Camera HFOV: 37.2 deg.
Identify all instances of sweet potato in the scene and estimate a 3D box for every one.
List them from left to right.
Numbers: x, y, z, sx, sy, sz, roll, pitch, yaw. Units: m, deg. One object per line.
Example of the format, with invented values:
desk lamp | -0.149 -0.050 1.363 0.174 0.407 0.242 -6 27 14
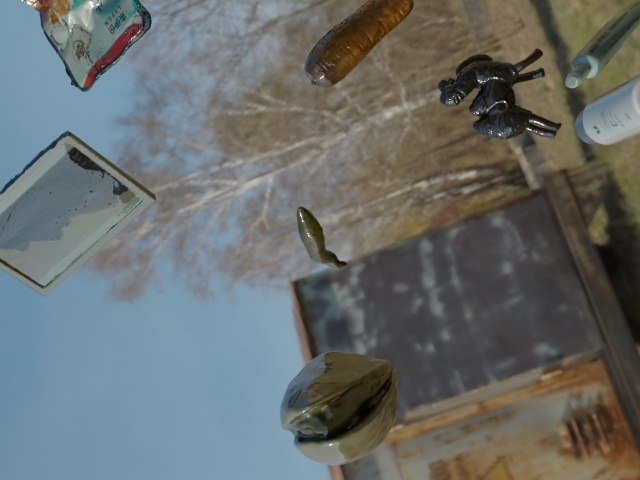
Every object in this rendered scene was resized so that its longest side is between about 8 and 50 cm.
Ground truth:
sweet potato | -0.006 0.003 1.448 0.038 0.041 0.153 -102 -16 -45

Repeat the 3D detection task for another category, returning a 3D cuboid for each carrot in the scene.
carrot | 0.052 -0.277 1.262 0.060 0.186 0.060 45 176 4

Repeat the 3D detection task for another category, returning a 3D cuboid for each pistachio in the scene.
pistachio | 0.025 0.188 1.085 0.226 0.136 0.136 -5 -106 -75

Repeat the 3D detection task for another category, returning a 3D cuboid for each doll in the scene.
doll | 0.259 -0.209 1.396 0.057 0.165 0.139 42 -141 -82

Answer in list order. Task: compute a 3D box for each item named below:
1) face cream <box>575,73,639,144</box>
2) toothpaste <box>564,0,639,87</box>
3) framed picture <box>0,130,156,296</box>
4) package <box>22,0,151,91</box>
face cream | 0.504 -0.213 1.601 0.311 0.092 0.092 141 108 -84
toothpaste | 0.402 -0.282 1.296 0.037 0.255 0.067 52 150 -11
framed picture | -0.423 -0.037 1.516 0.192 0.265 0.018 39 -162 -37
package | -0.341 -0.338 1.306 0.232 0.166 0.040 58 -151 10
